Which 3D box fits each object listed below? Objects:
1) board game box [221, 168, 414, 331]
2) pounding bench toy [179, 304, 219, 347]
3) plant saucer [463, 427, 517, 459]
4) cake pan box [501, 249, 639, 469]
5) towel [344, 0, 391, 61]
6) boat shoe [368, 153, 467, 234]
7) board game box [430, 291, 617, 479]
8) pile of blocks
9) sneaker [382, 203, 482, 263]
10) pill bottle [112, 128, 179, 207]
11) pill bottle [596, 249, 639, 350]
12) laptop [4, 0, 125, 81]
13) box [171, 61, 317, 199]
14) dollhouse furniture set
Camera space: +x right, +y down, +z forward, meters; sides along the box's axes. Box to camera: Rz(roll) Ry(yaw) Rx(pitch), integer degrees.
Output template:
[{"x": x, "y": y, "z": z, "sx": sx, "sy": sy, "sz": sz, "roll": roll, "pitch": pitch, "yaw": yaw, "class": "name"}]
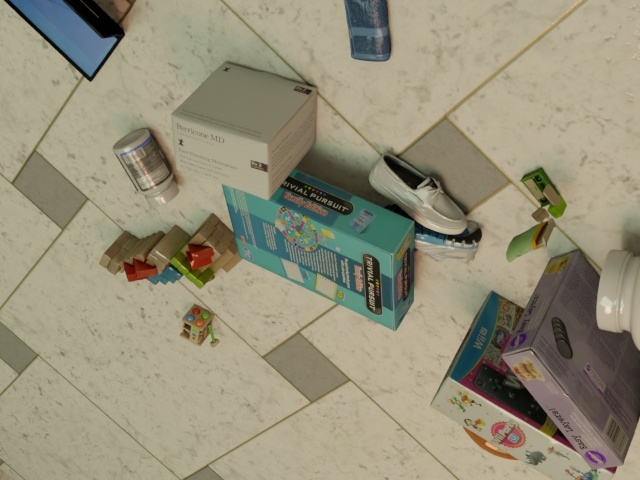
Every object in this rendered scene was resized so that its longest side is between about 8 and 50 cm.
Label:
[{"x": 0.000, "y": 0.000, "z": 1.756, "sx": 0.336, "sy": 0.079, "sz": 0.254, "roll": 24, "pitch": 152, "yaw": 19, "class": "board game box"}, {"x": -0.252, "y": 0.187, "z": 2.163, "sx": 0.083, "sy": 0.052, "sz": 0.065, "roll": 26, "pitch": 136, "yaw": 10, "class": "pounding bench toy"}, {"x": 0.353, "y": 0.354, "z": 1.932, "sx": 0.200, "sy": 0.037, "sz": 0.200, "roll": 18, "pitch": 134, "yaw": 20, "class": "plant saucer"}, {"x": 0.422, "y": 0.188, "z": 1.593, "sx": 0.267, "sy": 0.246, "sz": 0.070, "roll": 49, "pitch": 140, "yaw": -15, "class": "cake pan box"}, {"x": 0.071, "y": -0.327, "z": 1.525, "sx": 0.067, "sy": 0.029, "sz": 0.119, "roll": 11, "pitch": 131, "yaw": 24, "class": "towel"}, {"x": 0.167, "y": -0.080, "z": 1.661, "sx": 0.184, "sy": 0.066, "sz": 0.063, "roll": 38, "pitch": 139, "yaw": 12, "class": "boat shoe"}, {"x": 0.368, "y": 0.256, "z": 1.701, "sx": 0.303, "sy": 0.224, "sz": 0.097, "roll": 29, "pitch": 138, "yaw": 7, "class": "board game box"}, {"x": -0.312, "y": 0.055, "z": 2.042, "sx": 0.362, "sy": 0.113, "sz": 0.149, "roll": -8, "pitch": 121, "yaw": 38, "class": "pile of blocks"}, {"x": 0.178, "y": -0.001, "z": 1.715, "sx": 0.190, "sy": 0.071, "sz": 0.083, "roll": 18, "pitch": 140, "yaw": 19, "class": "sneaker"}, {"x": -0.328, "y": -0.136, "z": 1.912, "sx": 0.078, "sy": 0.078, "sz": 0.137, "roll": -6, "pitch": 123, "yaw": 36, "class": "pill bottle"}, {"x": 0.576, "y": 0.096, "z": 1.459, "sx": 0.323, "sy": 0.181, "sz": 0.181, "roll": 8, "pitch": 130, "yaw": 27, "class": "pill bottle"}, {"x": -0.469, "y": -0.392, "z": 1.734, "sx": 0.234, "sy": 0.264, "sz": 0.136, "roll": 43, "pitch": 100, "yaw": -8, "class": "laptop"}, {"x": -0.123, "y": -0.184, "z": 1.662, "sx": 0.181, "sy": 0.182, "sz": 0.119, "roll": 19, "pitch": 135, "yaw": 19, "class": "box"}, {"x": 0.319, "y": -0.042, "z": 1.525, "sx": 0.076, "sy": 0.152, "sz": 0.058, "roll": -25, "pitch": 112, "yaw": 45, "class": "dollhouse furniture set"}]
